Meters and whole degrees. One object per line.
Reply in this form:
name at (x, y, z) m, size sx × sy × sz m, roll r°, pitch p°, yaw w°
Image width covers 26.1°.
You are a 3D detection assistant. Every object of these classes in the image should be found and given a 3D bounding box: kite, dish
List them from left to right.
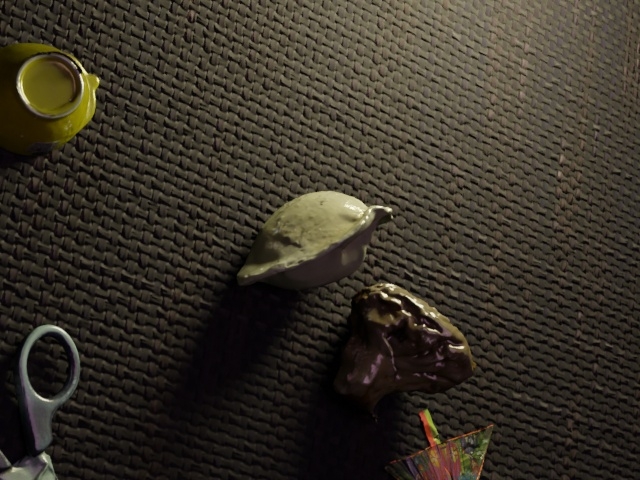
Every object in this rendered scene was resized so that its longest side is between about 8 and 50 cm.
dish at (-0.357, -0.191, 1.770) m, size 0.207 × 0.080 × 0.149 m, roll -25°, pitch 95°, yaw -37°
kite at (0.192, 0.340, 2.097) m, size 0.241 × 0.014 × 0.183 m, roll -19°, pitch 88°, yaw -39°

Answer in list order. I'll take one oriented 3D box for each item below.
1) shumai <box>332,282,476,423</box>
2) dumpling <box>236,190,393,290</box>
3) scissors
shumai at (0.105, 0.177, 1.986) m, size 0.206 × 0.166 × 0.175 m, roll 35°, pitch 66°, yaw 3°
dumpling at (0.000, 0.000, 1.927) m, size 0.252 × 0.179 × 0.131 m, roll -22°, pitch 97°, yaw -40°
scissors at (-0.351, 0.315, 1.681) m, size 0.256 × 0.029 × 0.383 m, roll -23°, pitch 94°, yaw -38°
